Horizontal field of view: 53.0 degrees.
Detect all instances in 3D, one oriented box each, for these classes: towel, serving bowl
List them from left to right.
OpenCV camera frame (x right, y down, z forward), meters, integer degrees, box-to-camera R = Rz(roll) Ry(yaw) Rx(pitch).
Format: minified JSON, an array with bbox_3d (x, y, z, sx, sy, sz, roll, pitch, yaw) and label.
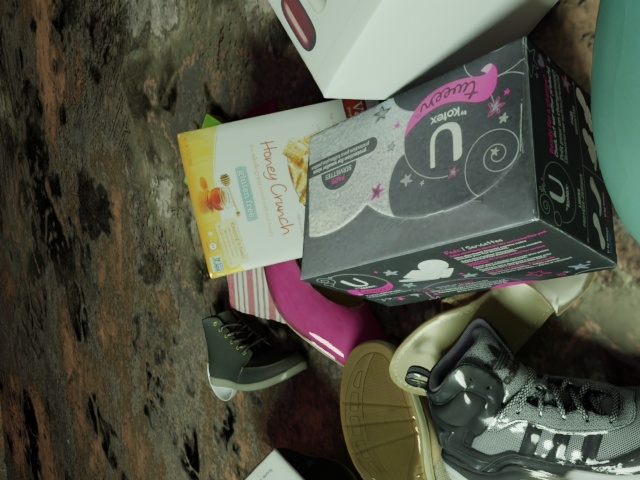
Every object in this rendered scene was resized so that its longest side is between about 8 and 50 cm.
[{"bbox_3d":[-0.168,0.241,1.143,0.083,0.027,0.083,17,112,47],"label":"serving bowl"},{"bbox_3d":[-0.084,0.049,0.999,0.197,0.029,0.144,8,105,46],"label":"towel"}]

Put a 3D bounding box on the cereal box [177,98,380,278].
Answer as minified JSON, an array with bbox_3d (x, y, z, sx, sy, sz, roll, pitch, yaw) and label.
[{"bbox_3d":[-0.030,-0.065,0.754,0.047,0.240,0.173,146,110,-85],"label":"cereal box"}]

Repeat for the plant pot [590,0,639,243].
[{"bbox_3d":[0.284,-0.097,0.337,0.293,0.293,0.235,41,143,36],"label":"plant pot"}]

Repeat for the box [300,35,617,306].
[{"bbox_3d":[0.114,-0.045,0.590,0.247,0.142,0.163,-16,64,42],"label":"box"}]

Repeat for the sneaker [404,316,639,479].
[{"bbox_3d":[0.199,0.141,0.568,0.269,0.101,0.153,-23,106,38],"label":"sneaker"}]

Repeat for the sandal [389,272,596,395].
[{"bbox_3d":[0.176,0.072,0.667,0.088,0.079,0.240,44,116,-5],"label":"sandal"}]

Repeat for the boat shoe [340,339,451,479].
[{"bbox_3d":[0.110,0.254,0.753,0.109,0.098,0.302,-18,90,39],"label":"boat shoe"}]

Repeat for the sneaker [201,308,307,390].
[{"bbox_3d":[-0.118,0.166,1.008,0.222,0.083,0.118,-13,93,44],"label":"sneaker"}]

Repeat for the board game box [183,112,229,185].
[{"bbox_3d":[-0.116,-0.090,0.975,0.259,0.039,0.124,38,113,41],"label":"board game box"}]

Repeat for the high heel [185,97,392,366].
[{"bbox_3d":[0.000,0.000,0.810,0.377,0.127,0.181,45,107,6],"label":"high heel"}]

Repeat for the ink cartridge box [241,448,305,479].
[{"bbox_3d":[0.001,0.426,0.793,0.307,0.129,0.223,43,156,13],"label":"ink cartridge box"}]

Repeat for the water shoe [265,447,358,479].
[{"bbox_3d":[-0.004,0.371,0.966,0.203,0.073,0.080,7,131,48],"label":"water shoe"}]

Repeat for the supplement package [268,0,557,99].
[{"bbox_3d":[0.109,-0.261,0.547,0.262,0.204,0.145,-52,57,43],"label":"supplement package"}]
